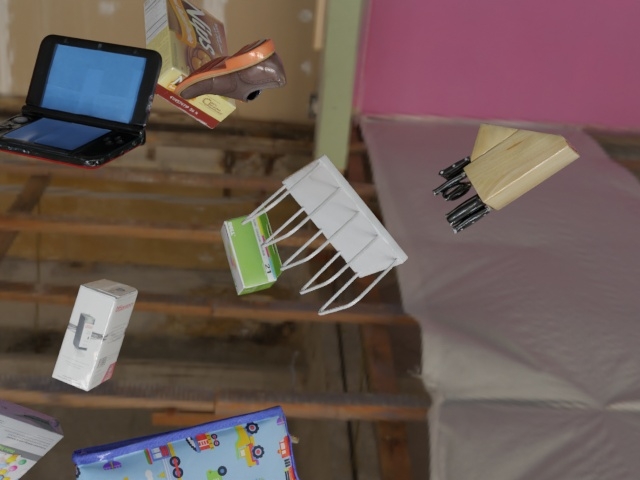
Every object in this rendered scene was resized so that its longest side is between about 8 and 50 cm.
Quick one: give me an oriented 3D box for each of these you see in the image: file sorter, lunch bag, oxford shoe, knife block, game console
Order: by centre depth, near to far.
[{"bbox_3d":[-0.240,-0.135,0.899,0.144,0.085,0.124,12,-152,21],"label":"game console"},{"bbox_3d":[-0.140,0.339,1.170,0.293,0.220,0.138,-10,174,-16],"label":"lunch bag"},{"bbox_3d":[-0.175,-0.295,1.785,0.271,0.098,0.097,-9,-151,46],"label":"oxford shoe"},{"bbox_3d":[0.000,0.000,1.980,0.173,0.277,0.193,-44,-171,-27],"label":"file sorter"},{"bbox_3d":[0.384,-0.118,2.015,0.276,0.242,0.088,14,178,33],"label":"knife block"}]

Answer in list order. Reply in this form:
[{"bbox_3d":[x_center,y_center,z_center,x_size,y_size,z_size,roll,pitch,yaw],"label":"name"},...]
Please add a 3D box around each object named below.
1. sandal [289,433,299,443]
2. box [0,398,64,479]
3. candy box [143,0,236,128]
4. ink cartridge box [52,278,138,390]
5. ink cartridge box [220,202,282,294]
[{"bbox_3d":[-0.113,0.412,1.889,0.180,0.049,0.072,-17,151,37],"label":"sandal"},{"bbox_3d":[-0.474,0.300,1.308,0.145,0.186,0.038,39,-168,-49],"label":"box"},{"bbox_3d":[-0.296,-0.418,2.119,0.183,0.088,0.316,31,-146,-39],"label":"candy box"},{"bbox_3d":[-0.494,0.202,2.085,0.092,0.217,0.158,20,-175,5],"label":"ink cartridge box"},{"bbox_3d":[-0.180,0.023,2.434,0.097,0.188,0.255,-15,171,-13],"label":"ink cartridge box"}]
